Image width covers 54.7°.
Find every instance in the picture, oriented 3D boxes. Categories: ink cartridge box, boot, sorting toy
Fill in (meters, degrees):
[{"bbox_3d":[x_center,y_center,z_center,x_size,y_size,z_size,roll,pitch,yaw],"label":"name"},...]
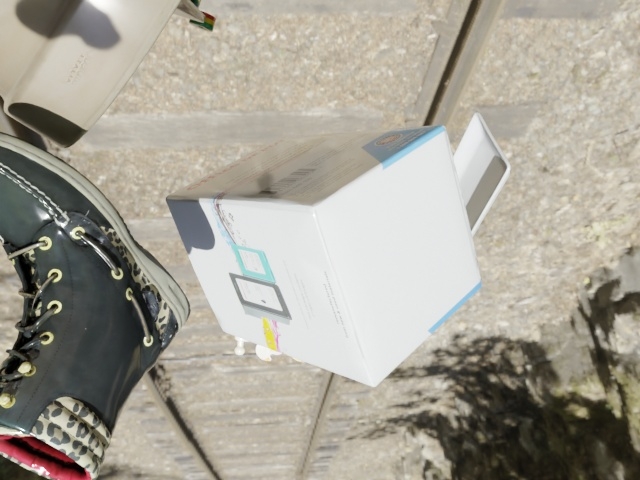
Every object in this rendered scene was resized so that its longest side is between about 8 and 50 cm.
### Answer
[{"bbox_3d":[0.000,0.000,0.701,0.198,0.197,0.270,-34,-154,-33],"label":"ink cartridge box"},{"bbox_3d":[-0.209,0.050,0.459,0.085,0.178,0.236,-18,125,30],"label":"boot"},{"bbox_3d":[-0.269,-0.421,1.018,0.132,0.046,0.274,19,-175,7],"label":"sorting toy"}]

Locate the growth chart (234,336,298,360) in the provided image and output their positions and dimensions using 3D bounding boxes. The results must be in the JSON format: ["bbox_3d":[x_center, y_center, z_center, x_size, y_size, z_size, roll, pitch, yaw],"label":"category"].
[{"bbox_3d":[-0.011,0.096,0.903,0.237,0.172,0.021,-2,-170,0],"label":"growth chart"}]

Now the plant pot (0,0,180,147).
[{"bbox_3d":[-0.271,-0.286,0.530,0.280,0.323,0.323,29,139,-31],"label":"plant pot"}]

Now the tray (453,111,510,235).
[{"bbox_3d":[0.233,-0.059,1.011,0.030,0.145,0.270,4,134,-18],"label":"tray"}]
